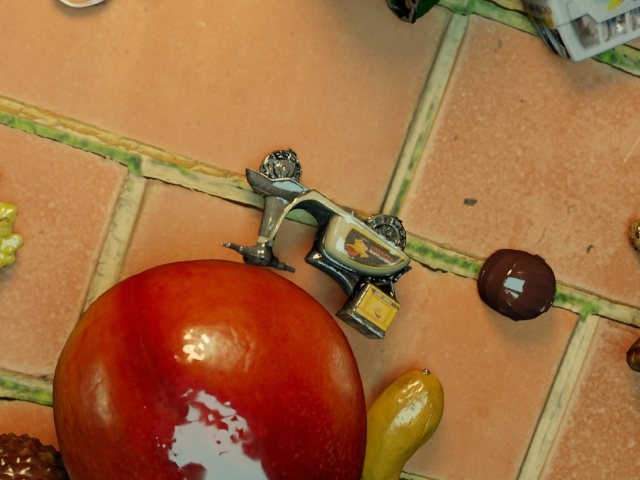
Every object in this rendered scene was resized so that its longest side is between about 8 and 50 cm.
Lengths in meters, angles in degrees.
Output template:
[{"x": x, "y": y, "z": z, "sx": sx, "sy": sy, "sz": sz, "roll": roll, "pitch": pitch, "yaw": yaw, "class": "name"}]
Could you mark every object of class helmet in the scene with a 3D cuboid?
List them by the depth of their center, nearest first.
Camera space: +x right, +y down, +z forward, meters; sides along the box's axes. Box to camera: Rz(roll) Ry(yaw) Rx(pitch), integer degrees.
[{"x": 0.280, "y": 0.066, "z": 1.437, "sx": 0.123, "sy": 0.070, "sz": 0.098, "roll": 19, "pitch": 96, "yaw": -13, "class": "helmet"}]

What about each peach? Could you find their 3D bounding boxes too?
[{"x": -0.122, "y": 0.217, "z": 1.227, "sx": 0.388, "sy": 0.388, "sz": 0.388, "roll": -2, "pitch": 101, "yaw": -11, "class": "peach"}]

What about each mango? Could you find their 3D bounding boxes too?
[{"x": 0.105, "y": 0.259, "z": 1.441, "sx": 0.098, "sy": 0.075, "sz": 0.190, "roll": 26, "pitch": 102, "yaw": -9, "class": "mango"}]

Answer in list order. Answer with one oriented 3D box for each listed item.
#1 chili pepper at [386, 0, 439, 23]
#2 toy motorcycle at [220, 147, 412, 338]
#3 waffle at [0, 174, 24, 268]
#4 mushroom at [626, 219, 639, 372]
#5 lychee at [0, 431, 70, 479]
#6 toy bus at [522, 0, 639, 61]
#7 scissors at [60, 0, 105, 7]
[{"x": 0.199, "y": -0.388, "z": 1.309, "sx": 0.270, "sy": 0.136, "sz": 0.099, "roll": -41, "pitch": 61, "yaw": -7, "class": "chili pepper"}, {"x": 0.000, "y": 0.000, "z": 1.349, "sx": 0.263, "sy": 0.091, "sz": 0.157, "roll": 33, "pitch": 76, "yaw": -10, "class": "toy motorcycle"}, {"x": -0.514, "y": 0.001, "z": 1.277, "sx": 0.280, "sy": 0.060, "sz": 0.262, "roll": 17, "pitch": 95, "yaw": -15, "class": "waffle"}, {"x": 0.513, "y": 0.061, "z": 1.467, "sx": 0.227, "sy": 0.148, "sz": 0.217, "roll": -20, "pitch": 88, "yaw": -12, "class": "mushroom"}, {"x": -0.390, "y": 0.370, "z": 1.268, "sx": 0.276, "sy": 0.276, "sz": 0.304, "roll": -49, "pitch": 147, "yaw": 1, "class": "lychee"}, {"x": 0.429, "y": -0.349, "z": 1.372, "sx": 0.329, "sy": 0.109, "sz": 0.136, "roll": -23, "pitch": 115, "yaw": -5, "class": "toy bus"}, {"x": -0.210, "y": -0.346, "z": 1.281, "sx": 0.242, "sy": 0.030, "sz": 0.118, "roll": -2, "pitch": 101, "yaw": -7, "class": "scissors"}]
